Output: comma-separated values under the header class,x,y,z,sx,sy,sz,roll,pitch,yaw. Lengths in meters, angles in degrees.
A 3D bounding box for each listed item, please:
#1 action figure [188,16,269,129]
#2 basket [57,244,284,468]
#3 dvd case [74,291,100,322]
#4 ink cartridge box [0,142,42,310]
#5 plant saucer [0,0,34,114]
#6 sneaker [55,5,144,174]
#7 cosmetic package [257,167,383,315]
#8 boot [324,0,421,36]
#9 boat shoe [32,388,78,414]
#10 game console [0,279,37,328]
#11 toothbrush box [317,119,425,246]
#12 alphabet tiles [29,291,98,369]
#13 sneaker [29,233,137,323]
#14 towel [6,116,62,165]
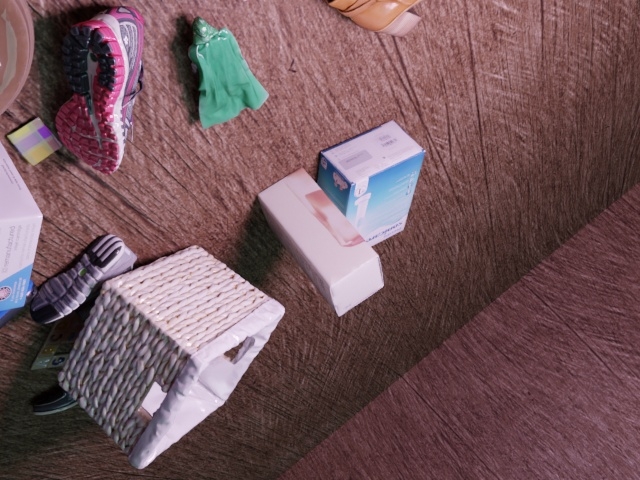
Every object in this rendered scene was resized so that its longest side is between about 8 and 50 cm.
class,x,y,z,sx,sy,sz,roll,pitch,yaw
action figure,-0.175,-0.295,1.299,0.137,0.063,0.232,-33,155,-9
basket,-0.308,0.223,1.590,0.328,0.266,0.331,-57,166,27
dvd case,-0.468,0.146,1.614,0.087,0.013,0.119,-33,152,-12
ink cartridge box,-0.579,-0.010,1.086,0.270,0.197,0.198,-12,140,-40
plant saucer,-0.490,-0.243,0.965,0.278,0.041,0.278,-32,141,-31
sneaker,-0.327,-0.222,1.181,0.112,0.121,0.299,-56,177,-43
cosmetic package,0.000,0.000,1.679,0.129,0.296,0.153,-32,151,-11
boot,0.141,-0.506,1.355,0.220,0.109,0.283,6,135,-48
boat shoe,-0.570,0.342,1.764,0.206,0.075,0.065,-19,103,-24
game console,-0.606,0.188,1.276,0.293,0.250,0.173,-48,136,-26
toothbrush box,0.108,-0.112,1.826,0.216,0.126,0.295,-27,148,-24
alphabet tiles,-0.502,0.192,1.662,0.198,0.009,0.237,1,132,-50
sneaker,-0.453,0.096,1.507,0.228,0.086,0.132,-40,154,-1
towel,-0.457,-0.158,1.217,0.060,0.009,0.083,-35,150,-7
